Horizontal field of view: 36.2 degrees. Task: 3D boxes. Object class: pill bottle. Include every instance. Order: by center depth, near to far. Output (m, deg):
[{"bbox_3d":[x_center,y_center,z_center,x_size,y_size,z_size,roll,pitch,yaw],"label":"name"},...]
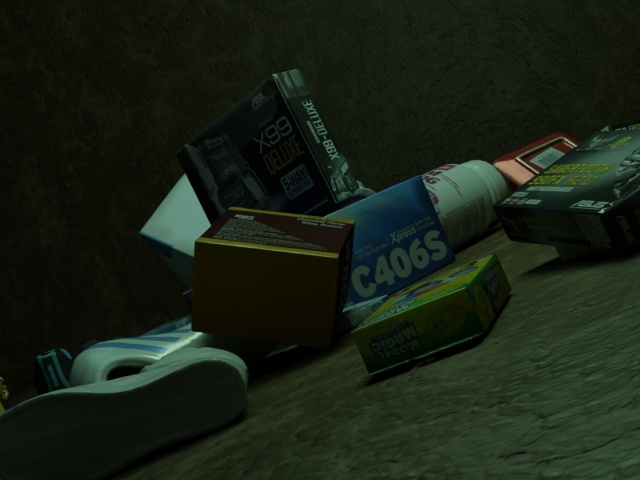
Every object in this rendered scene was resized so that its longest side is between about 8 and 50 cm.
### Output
[{"bbox_3d":[0.230,-0.056,1.893,0.283,0.160,0.160,-24,2,-42],"label":"pill bottle"}]

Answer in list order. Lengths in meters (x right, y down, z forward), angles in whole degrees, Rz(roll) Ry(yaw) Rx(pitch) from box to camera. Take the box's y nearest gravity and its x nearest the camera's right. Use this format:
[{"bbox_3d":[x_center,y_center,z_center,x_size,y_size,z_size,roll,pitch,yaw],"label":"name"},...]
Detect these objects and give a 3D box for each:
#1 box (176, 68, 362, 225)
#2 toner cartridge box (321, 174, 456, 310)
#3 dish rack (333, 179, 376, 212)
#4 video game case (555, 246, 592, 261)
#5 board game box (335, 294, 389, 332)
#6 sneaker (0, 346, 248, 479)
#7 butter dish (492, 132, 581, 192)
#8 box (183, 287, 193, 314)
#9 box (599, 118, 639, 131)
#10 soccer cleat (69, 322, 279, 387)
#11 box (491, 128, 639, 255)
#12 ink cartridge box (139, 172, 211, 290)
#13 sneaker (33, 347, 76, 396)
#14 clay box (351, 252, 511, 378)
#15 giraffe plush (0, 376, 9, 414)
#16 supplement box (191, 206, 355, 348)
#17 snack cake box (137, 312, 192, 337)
[{"bbox_3d":[-0.097,-0.120,1.720,0.307,0.242,0.076,-29,-4,43],"label":"box"},{"bbox_3d":[0.056,0.026,1.627,0.348,0.165,0.075,-25,2,-33],"label":"toner cartridge box"},{"bbox_3d":[0.000,0.000,2.021,0.286,0.072,0.333,-24,-33,3],"label":"dish rack"},{"bbox_3d":[0.403,-0.077,1.213,0.204,0.025,0.285,-23,16,28],"label":"video game case"},{"bbox_3d":[0.045,0.113,1.447,0.090,0.020,0.090,-24,2,-41],"label":"board game box"},{"bbox_3d":[-0.219,0.198,1.116,0.293,0.108,0.169,-14,0,0],"label":"sneaker"},{"bbox_3d":[0.377,-0.080,1.564,0.160,0.118,0.160,-25,45,-23],"label":"butter dish"},{"bbox_3d":[-0.127,0.113,1.830,0.163,0.142,0.247,-24,2,12],"label":"box"},{"bbox_3d":[0.630,-0.202,2.077,0.184,0.045,0.191,-16,-13,-26],"label":"box"},{"bbox_3d":[-0.185,0.180,1.393,0.331,0.116,0.143,-14,30,-21],"label":"soccer cleat"},{"bbox_3d":[0.333,-0.062,1.132,0.183,0.056,0.231,-34,15,-14],"label":"box"},{"bbox_3d":[-0.205,0.013,2.100,0.198,0.270,0.197,21,67,33],"label":"ink cartridge box"},{"bbox_3d":[-0.501,0.275,1.962,0.125,0.139,0.341,-26,1,-14],"label":"sneaker"},{"bbox_3d":[0.117,0.074,1.009,0.127,0.053,0.222,-24,0,20],"label":"clay box"},{"bbox_3d":[-0.609,0.309,1.773,0.181,0.170,0.210,-24,1,13],"label":"giraffe plush"},{"bbox_3d":[-0.061,0.046,1.367,0.191,0.129,0.194,7,17,7],"label":"supplement box"},{"bbox_3d":[-0.309,0.216,2.042,0.152,0.089,0.264,-23,1,11],"label":"snack cake box"}]
